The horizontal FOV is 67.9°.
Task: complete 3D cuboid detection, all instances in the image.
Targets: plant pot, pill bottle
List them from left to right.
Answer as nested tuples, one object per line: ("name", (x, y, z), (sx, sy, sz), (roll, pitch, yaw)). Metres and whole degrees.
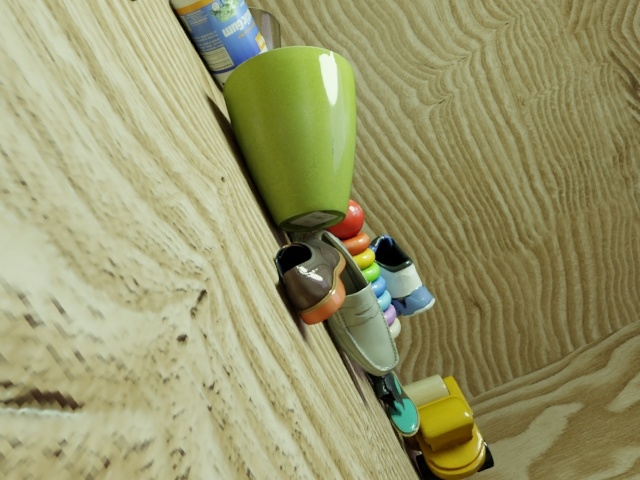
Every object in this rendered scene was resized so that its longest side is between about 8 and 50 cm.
("pill bottle", (-0.219, -0.478, 1.139), (0.272, 0.152, 0.152), (60, 5, -40))
("plant pot", (-0.200, -0.488, 1.348), (0.215, 0.215, 0.230), (46, 32, -79))
("plant pot", (-0.041, -0.175, 0.950), (0.275, 0.275, 0.293), (52, 27, -73))

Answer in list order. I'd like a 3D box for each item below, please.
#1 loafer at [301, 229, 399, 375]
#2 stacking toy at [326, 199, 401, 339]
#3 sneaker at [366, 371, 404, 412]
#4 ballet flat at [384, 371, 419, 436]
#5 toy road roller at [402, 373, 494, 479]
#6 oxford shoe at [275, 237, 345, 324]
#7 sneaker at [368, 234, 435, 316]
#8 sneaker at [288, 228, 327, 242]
("loafer", (0.059, 0.125, 0.948), (0.319, 0.112, 0.111), (56, -29, 3))
("stacking toy", (0.083, 0.067, 1.060), (0.141, 0.141, 0.330), (-103, 180, -76))
("sneaker", (0.157, 0.362, 1.225), (0.170, 0.051, 0.089), (48, 24, -25))
("ballet flat", (0.213, 0.449, 1.296), (0.232, 0.080, 0.073), (-109, -174, -59))
("toy road roller", (0.335, 0.503, 1.342), (0.329, 0.202, 0.240), (-112, -176, -51))
("oxford shoe", (-0.020, 0.033, 0.783), (0.098, 0.097, 0.271), (54, 5, -16))
("sneaker", (0.139, 0.075, 1.207), (0.315, 0.127, 0.182), (-1, -68, 54))
("sneaker", (-0.022, -0.006, 1.104), (0.088, 0.093, 0.225), (-47, 129, -67))
